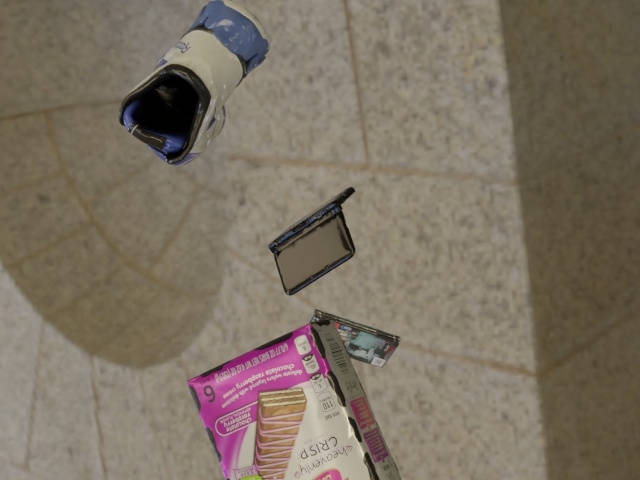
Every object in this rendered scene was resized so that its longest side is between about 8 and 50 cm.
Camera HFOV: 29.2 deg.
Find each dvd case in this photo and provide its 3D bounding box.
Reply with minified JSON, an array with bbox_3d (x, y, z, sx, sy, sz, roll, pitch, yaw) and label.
[{"bbox_3d":[0.038,0.129,1.612,0.119,0.087,0.013,19,-120,-3],"label":"dvd case"}]

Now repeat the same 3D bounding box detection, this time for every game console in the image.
[{"bbox_3d":[0.000,0.000,1.594,0.122,0.071,0.107,-32,-175,29],"label":"game console"}]

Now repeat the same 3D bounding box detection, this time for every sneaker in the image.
[{"bbox_3d":[-0.196,-0.172,1.599,0.182,0.127,0.315,-51,-177,-31],"label":"sneaker"}]

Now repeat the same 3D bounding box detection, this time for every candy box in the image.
[{"bbox_3d":[-0.019,0.218,1.267,0.159,0.233,0.071,-27,172,20],"label":"candy box"}]
